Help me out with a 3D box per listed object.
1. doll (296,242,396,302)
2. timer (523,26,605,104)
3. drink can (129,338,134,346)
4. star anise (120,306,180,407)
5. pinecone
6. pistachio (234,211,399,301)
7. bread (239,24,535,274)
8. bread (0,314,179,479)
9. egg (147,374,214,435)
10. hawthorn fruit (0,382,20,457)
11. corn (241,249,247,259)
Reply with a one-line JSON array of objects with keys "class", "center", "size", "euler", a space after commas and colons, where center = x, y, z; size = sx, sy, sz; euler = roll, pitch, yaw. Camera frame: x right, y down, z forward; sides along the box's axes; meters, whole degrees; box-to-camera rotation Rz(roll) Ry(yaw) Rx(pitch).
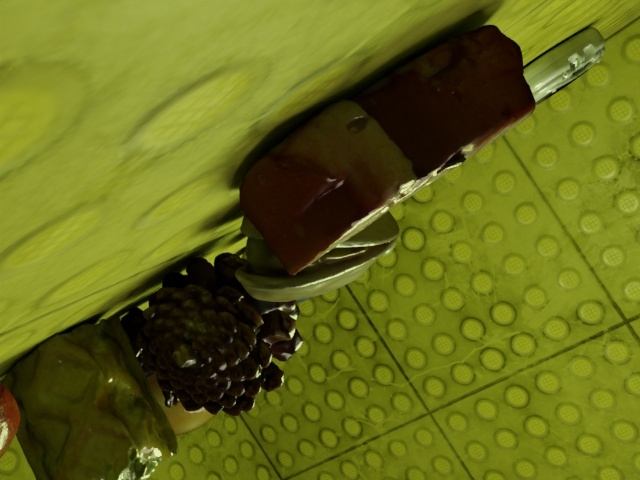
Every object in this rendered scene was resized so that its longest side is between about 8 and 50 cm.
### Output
[{"class": "doll", "center": [-0.012, 0.006, 1.268], "size": [0.258, 0.154, 0.228], "euler": [-45, -144, 13]}, {"class": "timer", "center": [0.534, -0.385, 1.652], "size": [0.262, 0.087, 0.237], "euler": [-33, 178, -23]}, {"class": "drink can", "center": [-0.406, 0.233, 1.278], "size": [0.118, 0.118, 0.205], "euler": [-34, 178, 38]}, {"class": "star anise", "center": [-0.262, 0.181, 1.256], "size": [0.220, 0.190, 0.126], "euler": [-97, -150, -43]}, {"class": "pinecone", "center": [-0.148, 0.132, 1.129], "size": [0.264, 0.264, 0.264], "euler": [-33, 179, -1]}, {"class": "pistachio", "center": [0.000, 0.000, 0.988], "size": [0.197, 0.166, 0.288], "euler": [13, -155, 27]}, {"class": "bread", "center": [0.069, -0.094, 0.760], "size": [0.328, 0.114, 0.295], "euler": [-34, 178, -12]}, {"class": "bread", "center": [-0.345, 0.256, 1.051], "size": [0.196, 0.252, 0.238], "euler": [-29, 174, 10]}, {"class": "egg", "center": [-0.330, 0.293, 1.608], "size": [0.351, 0.282, 0.282], "euler": [-35, 178, 20]}, {"class": "hawthorn fruit", "center": [-0.389, 0.202, 0.764], "size": [0.128, 0.128, 0.128], "euler": [-33, 179, -1]}, {"class": "corn", "center": [-0.144, 0.038, 1.595], "size": [0.085, 0.063, 0.165], "euler": [-57, -176, -7]}]
